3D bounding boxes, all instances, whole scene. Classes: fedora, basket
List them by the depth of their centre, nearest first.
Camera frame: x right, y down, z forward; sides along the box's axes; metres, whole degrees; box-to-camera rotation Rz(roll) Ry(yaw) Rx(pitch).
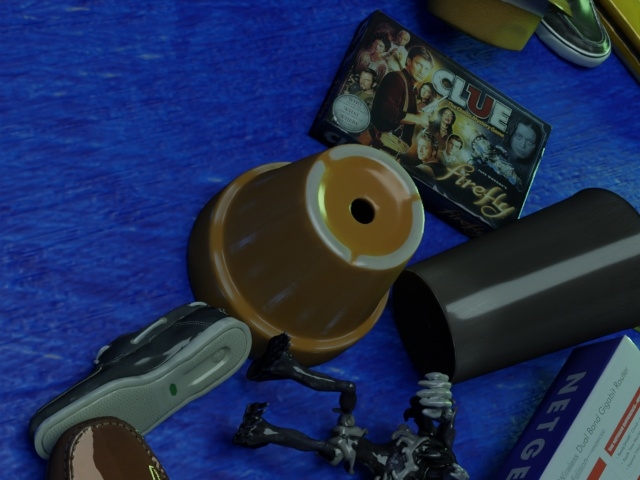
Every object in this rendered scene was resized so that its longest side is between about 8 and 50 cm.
[{"bbox_3d":[0.202,0.054,1.852,0.227,0.204,0.154,-19,85,-22],"label":"basket"},{"bbox_3d":[0.181,-0.262,2.009,0.194,0.194,0.079,19,97,-20],"label":"fedora"}]

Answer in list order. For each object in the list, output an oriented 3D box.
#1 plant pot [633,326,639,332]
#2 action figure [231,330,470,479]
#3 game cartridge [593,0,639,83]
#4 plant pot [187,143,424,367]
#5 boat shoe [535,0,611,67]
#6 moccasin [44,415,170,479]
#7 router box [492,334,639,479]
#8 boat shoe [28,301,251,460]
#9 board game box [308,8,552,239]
[{"bbox_3d":[0.380,0.054,2.004,0.083,0.079,0.083,10,65,-24],"label":"plant pot"},{"bbox_3d":[0.057,0.201,1.732,0.275,0.141,0.164,26,74,-16],"label":"action figure"},{"bbox_3d":[0.461,-0.313,2.221,0.323,0.052,0.285,-39,90,-33],"label":"game cartridge"},{"bbox_3d":[0.000,0.000,1.756,0.205,0.188,0.205,11,65,-24],"label":"plant pot"},{"bbox_3d":[0.267,-0.297,2.098,0.219,0.070,0.078,50,56,-1],"label":"boat shoe"},{"bbox_3d":[-0.138,0.332,1.566,0.139,0.147,0.380,-7,73,-30],"label":"moccasin"},{"bbox_3d":[0.302,0.317,1.819,0.301,0.082,0.335,48,55,-15],"label":"router box"},{"bbox_3d":[-0.177,0.130,1.688,0.233,0.084,0.079,-30,47,-28],"label":"boat shoe"},{"bbox_3d":[0.123,-0.120,1.962,0.243,0.042,0.165,32,58,-13],"label":"board game box"}]
